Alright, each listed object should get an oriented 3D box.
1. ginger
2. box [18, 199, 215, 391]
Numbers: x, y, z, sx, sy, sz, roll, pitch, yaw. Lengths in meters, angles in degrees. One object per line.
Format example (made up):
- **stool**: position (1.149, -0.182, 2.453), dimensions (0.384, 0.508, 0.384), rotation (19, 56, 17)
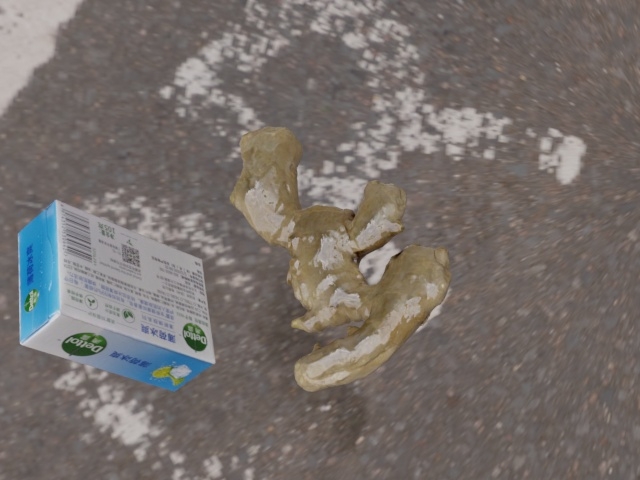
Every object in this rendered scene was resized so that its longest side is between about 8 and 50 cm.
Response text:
- **ginger**: position (0.015, -0.004, 1.113), dimensions (0.149, 0.065, 0.258), rotation (-21, 56, -3)
- **box**: position (-0.208, 0.059, 1.392), dimensions (0.073, 0.194, 0.139), rotation (-36, 47, 32)
